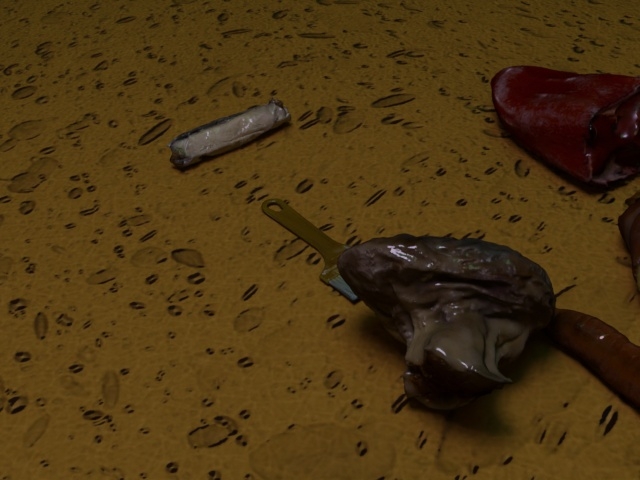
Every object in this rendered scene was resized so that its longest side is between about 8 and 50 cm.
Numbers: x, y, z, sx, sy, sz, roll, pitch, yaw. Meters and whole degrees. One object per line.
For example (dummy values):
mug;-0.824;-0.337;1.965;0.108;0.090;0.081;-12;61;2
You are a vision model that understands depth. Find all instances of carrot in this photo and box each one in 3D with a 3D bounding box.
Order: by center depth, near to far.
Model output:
carrot;0.286;0.121;0.770;0.059;0.059;0.248;-24;41;-25

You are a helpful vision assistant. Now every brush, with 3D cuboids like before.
brush;0.000;0.000;0.967;0.083;0.011;0.205;-29;45;-29

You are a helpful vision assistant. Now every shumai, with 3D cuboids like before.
shumai;0.116;0.076;0.783;0.209;0.161;0.153;15;63;-27

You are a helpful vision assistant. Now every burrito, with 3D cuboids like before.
burrito;-0.117;-0.141;1.128;0.185;0.041;0.045;-25;86;-27

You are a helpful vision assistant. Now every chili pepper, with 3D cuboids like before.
chili pepper;0.298;-0.160;1.094;0.252;0.136;0.144;30;93;47

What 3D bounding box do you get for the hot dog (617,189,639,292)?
hot dog;0.372;-0.008;0.883;0.123;0.093;0.261;-12;38;10
